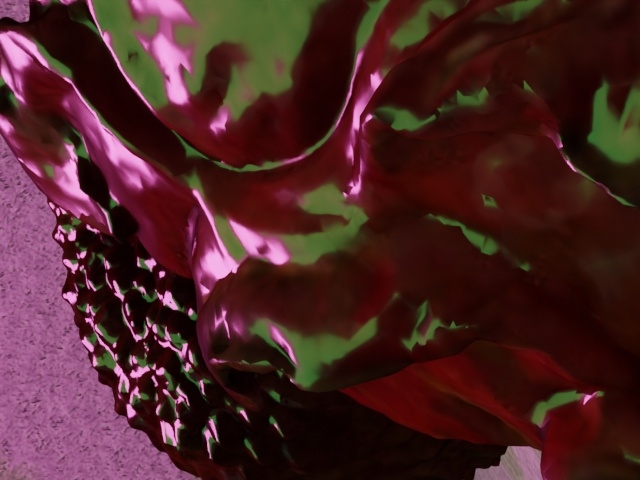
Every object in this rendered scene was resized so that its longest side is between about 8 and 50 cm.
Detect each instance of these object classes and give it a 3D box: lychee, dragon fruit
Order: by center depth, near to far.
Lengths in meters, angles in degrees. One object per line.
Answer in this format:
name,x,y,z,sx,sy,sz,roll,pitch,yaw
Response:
dragon fruit,0.022,-0.050,0.480,0.286,0.228,0.329,72,174,-61
lychee,0.000,0.000,0.953,0.304,0.276,0.275,19,-145,-47
